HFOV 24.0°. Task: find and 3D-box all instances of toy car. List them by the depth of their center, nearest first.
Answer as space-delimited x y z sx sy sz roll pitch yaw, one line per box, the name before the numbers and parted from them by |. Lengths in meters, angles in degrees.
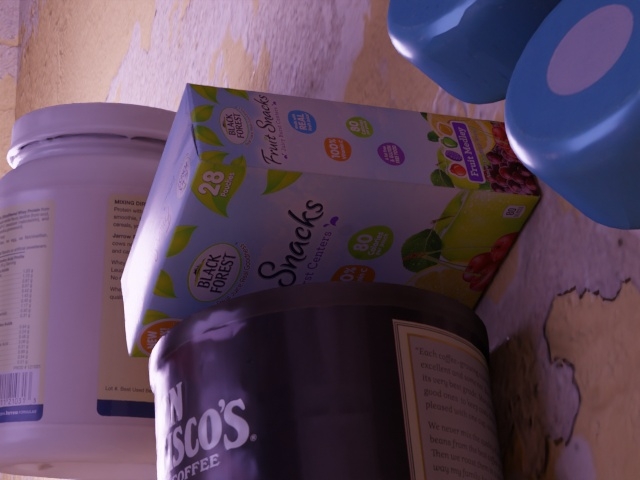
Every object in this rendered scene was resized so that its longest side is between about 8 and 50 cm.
toy car | 0.189 -0.078 0.480 0.238 0.219 0.210 -50 26 8

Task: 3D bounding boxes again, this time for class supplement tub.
supplement tub | -0.199 0.055 1.412 0.235 0.235 0.325 147 126 -66

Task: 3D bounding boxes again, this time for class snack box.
snack box | 0.000 0.000 0.902 0.174 0.207 0.070 114 154 -44

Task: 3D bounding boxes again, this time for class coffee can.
coffee can | 0.011 0.188 0.828 0.201 0.201 0.275 125 145 -55
